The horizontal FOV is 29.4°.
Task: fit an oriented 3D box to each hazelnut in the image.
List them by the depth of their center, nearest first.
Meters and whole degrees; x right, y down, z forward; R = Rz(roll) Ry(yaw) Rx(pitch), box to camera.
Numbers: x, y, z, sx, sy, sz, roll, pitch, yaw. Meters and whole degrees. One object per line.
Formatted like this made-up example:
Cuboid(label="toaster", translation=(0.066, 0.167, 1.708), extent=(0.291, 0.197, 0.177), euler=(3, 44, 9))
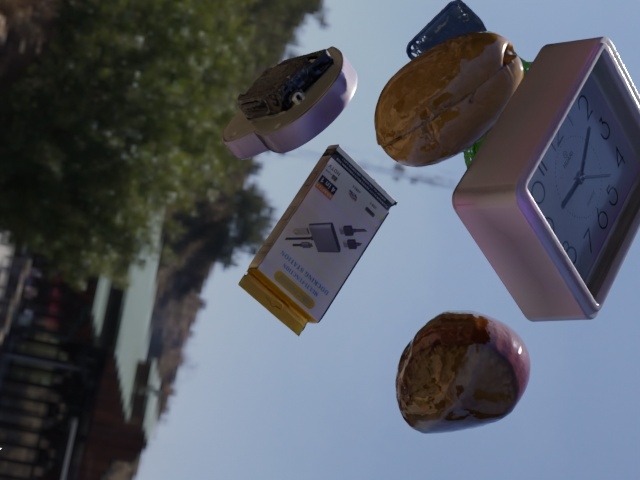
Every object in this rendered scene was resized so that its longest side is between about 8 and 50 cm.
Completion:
Cuboid(label="hazelnut", translation=(0.205, 0.188, 1.830), extent=(0.186, 0.210, 0.210), euler=(27, 71, -60))

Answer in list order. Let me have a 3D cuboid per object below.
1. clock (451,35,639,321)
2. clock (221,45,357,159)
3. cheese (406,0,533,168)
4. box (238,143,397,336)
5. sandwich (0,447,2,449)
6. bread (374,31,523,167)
Cuboid(label="clock", translation=(0.202, -0.049, 0.986), extent=(0.063, 0.150, 0.197), euler=(-3, -137, 45))
Cuboid(label="clock", translation=(-0.035, -0.177, 1.452), extent=(0.172, 0.064, 0.198), euler=(-51, -154, -24))
Cuboid(label="cheese", translation=(0.243, -0.148, 1.463), extent=(0.204, 0.320, 0.083), euler=(-42, -174, 22))
Cuboid(label="box", translation=(0.000, 0.000, 1.689), extent=(0.033, 0.129, 0.247), euler=(-4, -131, 57))
Cuboid(label="sandwich", translation=(-0.493, 0.242, 1.447), extent=(0.159, 0.235, 0.079), euler=(-36, -138, 18))
Cuboid(label="bread", translation=(0.141, -0.155, 1.309), extent=(0.189, 0.114, 0.077), euler=(-37, -179, -6))
